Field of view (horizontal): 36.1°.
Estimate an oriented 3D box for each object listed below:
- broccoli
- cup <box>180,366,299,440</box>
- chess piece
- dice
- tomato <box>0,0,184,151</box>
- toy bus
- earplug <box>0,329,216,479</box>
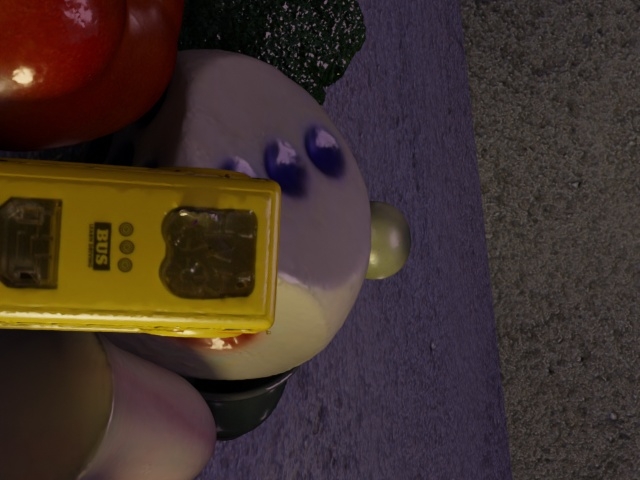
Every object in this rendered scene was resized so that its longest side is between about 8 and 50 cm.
[{"bbox_3d":[-0.081,-0.249,1.246,0.269,0.269,0.254,-31,122,-66],"label":"broccoli"},{"bbox_3d":[-0.118,0.164,1.183,0.199,0.199,0.150,-65,164,-49],"label":"cup"},{"bbox_3d":[0.000,0.000,1.355,0.144,0.251,0.144,-2,90,-68],"label":"chess piece"},{"bbox_3d":[-0.108,-0.020,1.010,0.259,0.243,0.251,27,49,-36],"label":"dice"},{"bbox_3d":[-0.240,-0.209,0.796,0.298,0.226,0.299,-6,90,-78],"label":"tomato"},{"bbox_3d":[-0.199,0.004,0.739,0.152,0.330,0.144,178,-85,-78],"label":"toy bus"},{"bbox_3d":[-0.194,0.177,0.953,0.301,0.172,0.172,38,54,-63],"label":"earplug"}]
